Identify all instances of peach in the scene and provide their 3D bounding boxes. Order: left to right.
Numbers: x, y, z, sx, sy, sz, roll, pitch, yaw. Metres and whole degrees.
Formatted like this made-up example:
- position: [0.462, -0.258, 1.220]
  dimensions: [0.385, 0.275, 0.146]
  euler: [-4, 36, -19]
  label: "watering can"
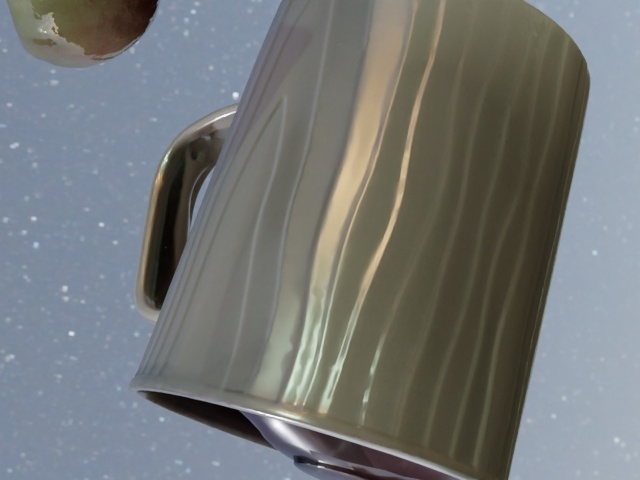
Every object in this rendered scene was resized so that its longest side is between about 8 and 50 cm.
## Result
- position: [-0.114, -0.123, 0.495]
  dimensions: [0.083, 0.083, 0.083]
  euler: [-28, -57, -58]
  label: "peach"

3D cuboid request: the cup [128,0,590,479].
- position: [0.017, 0.007, 0.639]
  dimensions: [0.208, 0.288, 0.273]
  euler: [24, -106, -21]
  label: "cup"
